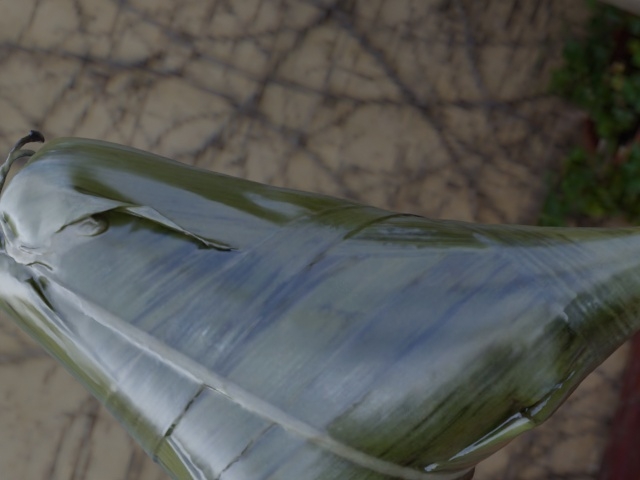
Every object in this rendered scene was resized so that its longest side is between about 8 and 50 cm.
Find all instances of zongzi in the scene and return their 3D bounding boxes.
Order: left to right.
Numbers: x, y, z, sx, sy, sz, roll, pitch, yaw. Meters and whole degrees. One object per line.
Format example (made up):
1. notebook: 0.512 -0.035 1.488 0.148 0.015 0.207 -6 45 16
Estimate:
1. zongzi: -0.002 -0.002 0.563 0.204 0.205 0.094 -45 -1 24
